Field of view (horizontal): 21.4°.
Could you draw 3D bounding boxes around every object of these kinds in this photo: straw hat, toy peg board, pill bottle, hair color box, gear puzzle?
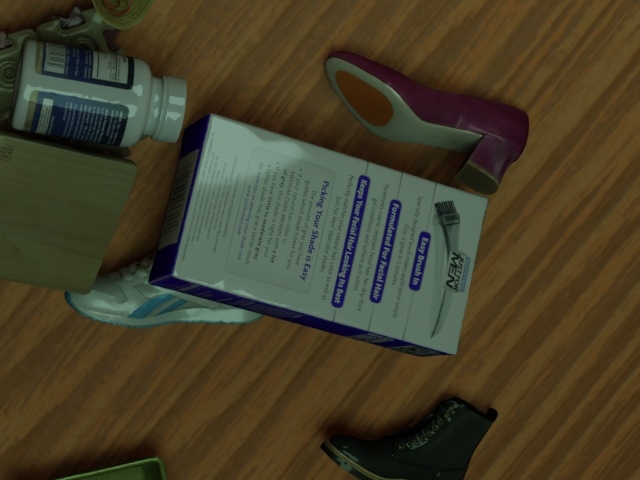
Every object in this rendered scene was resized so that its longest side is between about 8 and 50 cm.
[{"bbox_3d":[-0.223,-0.291,1.735,0.061,0.144,0.144,8,120,31],"label":"straw hat"},{"bbox_3d":[-0.302,-0.042,1.795,0.161,0.079,0.160,12,113,-29],"label":"toy peg board"},{"bbox_3d":[-0.227,-0.146,1.732,0.169,0.094,0.094,9,111,-14],"label":"pill bottle"},{"bbox_3d":[0.000,0.000,1.855,0.339,0.110,0.185,16,79,-17],"label":"hair color box"},{"bbox_3d":[-0.361,-0.132,1.796,0.339,0.044,0.175,-18,118,-1],"label":"gear puzzle"}]

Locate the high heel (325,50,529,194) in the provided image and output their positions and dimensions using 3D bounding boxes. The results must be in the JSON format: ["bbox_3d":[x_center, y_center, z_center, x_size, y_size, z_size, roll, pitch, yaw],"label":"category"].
[{"bbox_3d":[0.123,-0.160,1.887,0.244,0.117,0.082,31,146,-4],"label":"high heel"}]

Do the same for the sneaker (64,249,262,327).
[{"bbox_3d":[-0.173,0.044,1.894,0.229,0.087,0.092,-3,108,-19],"label":"sneaker"}]

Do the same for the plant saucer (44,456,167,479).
[{"bbox_3d":[-0.268,0.346,2.023,0.188,0.045,0.188,-12,116,-7],"label":"plant saucer"}]

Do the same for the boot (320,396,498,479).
[{"bbox_3d":[0.108,0.233,2.048,0.198,0.077,0.137,22,103,-34],"label":"boot"}]
